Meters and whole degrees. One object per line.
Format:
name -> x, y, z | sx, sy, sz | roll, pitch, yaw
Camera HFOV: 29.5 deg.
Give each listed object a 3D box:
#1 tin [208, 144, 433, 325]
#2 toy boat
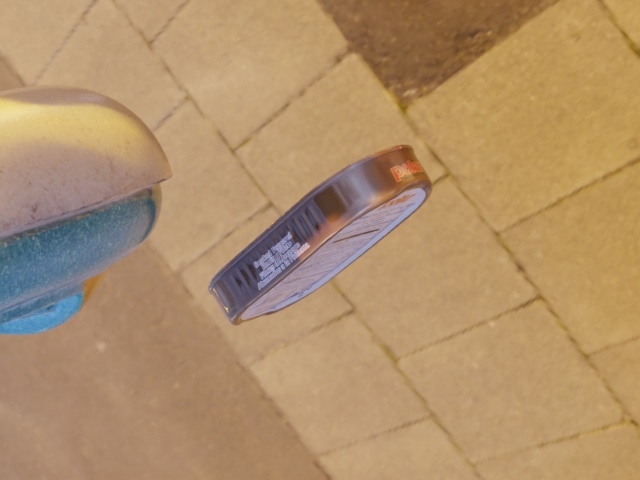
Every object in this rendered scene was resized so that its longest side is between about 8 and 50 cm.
tin -> 0.000, 0.000, 0.849 | 0.190, 0.106, 0.040 | -40, 79, 35
toy boat -> -0.228, 0.016, 0.639 | 0.318, 0.267, 0.148 | -11, 98, 30
